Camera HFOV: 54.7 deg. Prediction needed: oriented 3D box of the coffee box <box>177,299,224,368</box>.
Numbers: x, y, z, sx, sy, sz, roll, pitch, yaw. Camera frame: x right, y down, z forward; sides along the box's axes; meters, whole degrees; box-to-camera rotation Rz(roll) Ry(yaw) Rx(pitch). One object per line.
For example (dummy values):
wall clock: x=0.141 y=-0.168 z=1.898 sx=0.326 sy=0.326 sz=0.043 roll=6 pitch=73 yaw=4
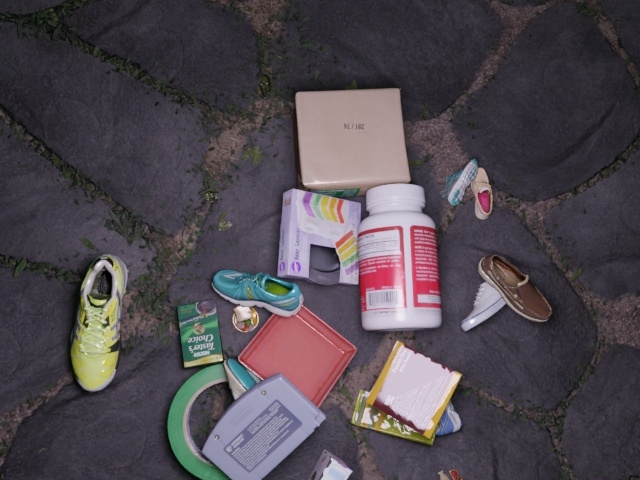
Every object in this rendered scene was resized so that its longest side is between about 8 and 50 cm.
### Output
coffee box: x=-0.343 y=0.268 z=1.771 sx=0.113 sy=0.040 sz=0.184 roll=-7 pitch=72 yaw=-7

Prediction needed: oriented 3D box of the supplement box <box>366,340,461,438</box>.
supplement box: x=0.259 y=0.412 z=1.710 sx=0.194 sy=0.129 sz=0.191 roll=26 pitch=80 yaw=17

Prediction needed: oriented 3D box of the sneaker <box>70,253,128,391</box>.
sneaker: x=-0.625 y=0.223 z=1.710 sx=0.145 sy=0.147 sz=0.384 roll=2 pitch=80 yaw=-7

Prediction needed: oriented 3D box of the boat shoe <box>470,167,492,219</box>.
boat shoe: x=0.512 y=-0.153 z=1.939 sx=0.063 sy=0.059 sz=0.169 roll=-4 pitch=80 yaw=-6

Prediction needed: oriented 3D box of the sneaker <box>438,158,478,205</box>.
sneaker: x=0.428 y=-0.191 z=1.932 sx=0.076 sy=0.065 sz=0.166 roll=26 pitch=76 yaw=43

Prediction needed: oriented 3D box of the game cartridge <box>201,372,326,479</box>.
game cartridge: x=-0.157 y=0.494 z=1.621 sx=0.297 sy=0.062 sz=0.198 roll=-44 pitch=93 yaw=7

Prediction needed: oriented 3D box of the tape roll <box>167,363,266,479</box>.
tape roll: x=-0.259 y=0.506 z=1.727 sx=0.322 sy=0.077 sz=0.321 roll=1 pitch=79 yaw=-5

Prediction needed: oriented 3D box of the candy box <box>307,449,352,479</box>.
candy box: x=-0.001 y=0.680 z=1.673 sx=0.070 sy=0.165 sz=0.196 roll=31 pitch=78 yaw=1

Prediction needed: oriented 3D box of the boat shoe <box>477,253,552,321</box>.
boat shoe: x=0.572 y=0.138 z=1.791 sx=0.257 sy=0.095 sz=0.095 roll=39 pitch=67 yaw=5

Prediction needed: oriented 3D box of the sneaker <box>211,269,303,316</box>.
sneaker: x=-0.179 y=0.128 z=1.770 sx=0.276 sy=0.110 sz=0.107 roll=12 pitch=52 yaw=11

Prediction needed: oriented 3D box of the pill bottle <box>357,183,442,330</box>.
pill bottle: x=0.224 y=0.054 z=1.785 sx=0.229 sy=0.229 sz=0.407 roll=0 pitch=79 yaw=-6

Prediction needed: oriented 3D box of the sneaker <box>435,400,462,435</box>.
sneaker: x=0.332 y=0.464 z=1.791 sx=0.081 sy=0.080 sz=0.211 roll=-23 pitch=81 yaw=-13

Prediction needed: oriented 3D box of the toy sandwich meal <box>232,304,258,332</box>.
toy sandwich meal: x=-0.220 y=0.227 z=1.808 sx=0.086 sy=0.029 sz=0.085 roll=1 pitch=79 yaw=-5

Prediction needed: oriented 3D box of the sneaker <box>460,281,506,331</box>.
sneaker: x=0.507 y=0.176 z=1.868 sx=0.258 sy=0.094 sz=0.091 roll=-35 pitch=75 yaw=-20

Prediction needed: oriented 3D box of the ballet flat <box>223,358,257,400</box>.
ballet flat: x=-0.185 y=0.428 z=1.675 sx=0.248 sy=0.086 sz=0.086 roll=41 pitch=78 yaw=2

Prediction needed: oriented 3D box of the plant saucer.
plant saucer: x=-0.065 y=0.329 z=1.760 sx=0.259 sy=0.047 sz=0.258 roll=38 pitch=56 yaw=3

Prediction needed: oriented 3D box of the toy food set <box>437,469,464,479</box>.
toy food set: x=0.392 y=0.716 z=1.781 sx=0.078 sy=0.019 sz=0.122 roll=-17 pitch=73 yaw=-9

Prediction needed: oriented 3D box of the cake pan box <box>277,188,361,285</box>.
cake pan box: x=0.000 y=0.000 z=1.806 sx=0.246 sy=0.070 sz=0.266 roll=11 pitch=76 yaw=-29

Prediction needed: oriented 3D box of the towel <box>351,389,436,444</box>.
towel: x=0.214 y=0.505 z=1.768 sx=0.237 sy=0.021 sz=0.102 roll=11 pitch=79 yaw=14

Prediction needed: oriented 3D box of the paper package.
paper package: x=0.087 y=-0.288 z=1.865 sx=0.325 sy=0.168 sz=0.309 roll=-3 pitch=77 yaw=-7
